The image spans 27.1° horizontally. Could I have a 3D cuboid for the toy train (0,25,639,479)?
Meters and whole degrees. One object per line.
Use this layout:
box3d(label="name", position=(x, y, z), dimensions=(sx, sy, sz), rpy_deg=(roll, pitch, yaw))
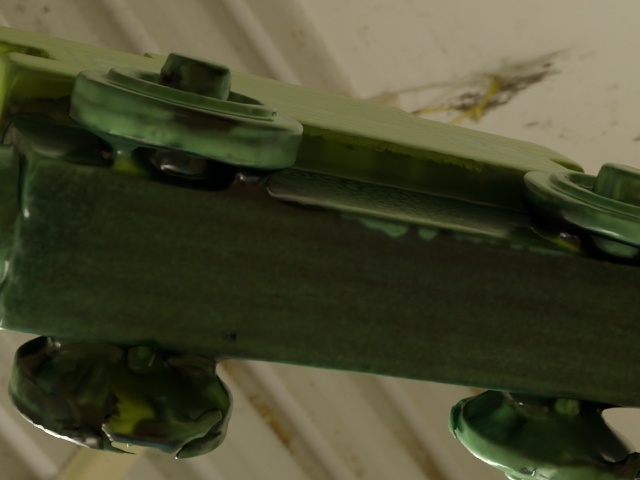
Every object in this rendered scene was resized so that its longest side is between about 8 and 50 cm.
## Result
box3d(label="toy train", position=(0.000, 0.000, 0.709), dimensions=(0.442, 0.272, 0.179), rpy_deg=(10, -76, -23))
